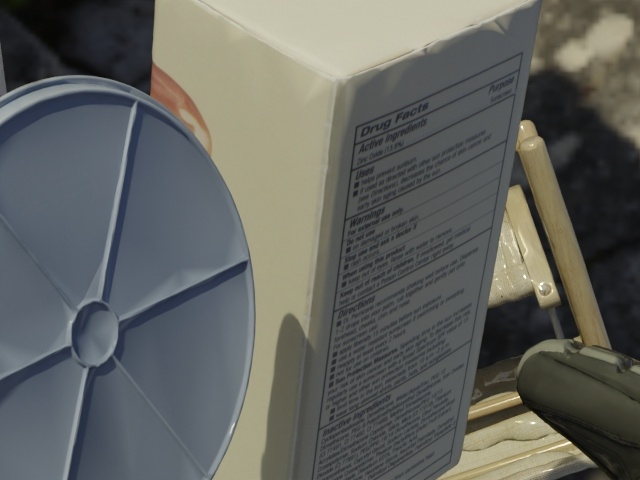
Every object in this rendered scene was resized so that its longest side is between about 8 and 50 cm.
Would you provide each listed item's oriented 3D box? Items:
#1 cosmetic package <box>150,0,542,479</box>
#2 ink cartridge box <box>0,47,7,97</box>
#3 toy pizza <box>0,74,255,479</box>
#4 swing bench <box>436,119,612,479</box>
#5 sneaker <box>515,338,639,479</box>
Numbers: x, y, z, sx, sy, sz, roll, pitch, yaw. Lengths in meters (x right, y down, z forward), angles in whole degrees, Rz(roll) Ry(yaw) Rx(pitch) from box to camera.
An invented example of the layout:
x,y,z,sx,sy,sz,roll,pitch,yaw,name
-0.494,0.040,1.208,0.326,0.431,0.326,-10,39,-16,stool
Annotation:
x,y,z,sx,sy,sz,roll,pitch,yaw,name
0.000,0.000,1.005,0.153,0.129,0.296,-24,135,-40,cosmetic package
-0.248,-0.113,1.105,0.160,0.093,0.219,-74,168,-45,ink cartridge box
-0.100,0.036,0.782,0.201,0.032,0.201,-5,97,-51,toy pizza
0.083,0.072,1.486,0.165,0.253,0.254,-67,139,-81,swing bench
0.189,0.138,0.882,0.106,0.267,0.101,-59,157,5,sneaker
